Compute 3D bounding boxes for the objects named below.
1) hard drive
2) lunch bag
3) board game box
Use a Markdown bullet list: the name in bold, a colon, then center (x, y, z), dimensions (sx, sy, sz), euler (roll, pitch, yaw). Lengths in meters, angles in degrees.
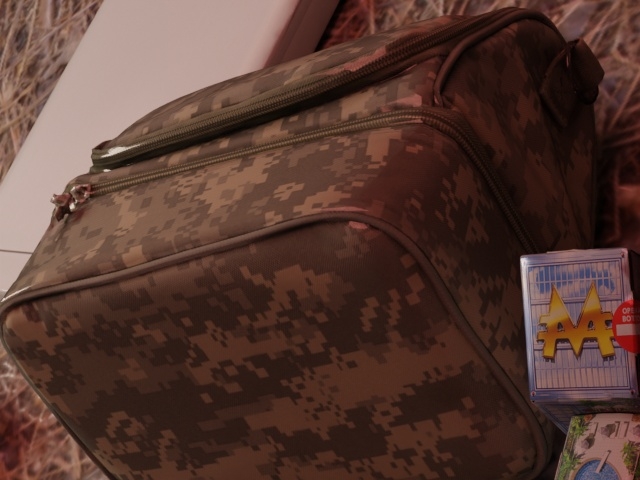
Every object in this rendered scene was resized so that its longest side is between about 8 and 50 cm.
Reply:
- **hard drive**: center (-0.118, -0.099, 1.395), dimensions (0.233, 0.047, 0.353), euler (4, 60, 45)
- **lunch bag**: center (0.000, 0.000, 1.079), dimensions (0.305, 0.212, 0.256), euler (-15, 32, 35)
- **board game box**: center (0.148, 0.097, 0.847), dimensions (0.060, 0.194, 0.194), euler (-6, 53, 41)
